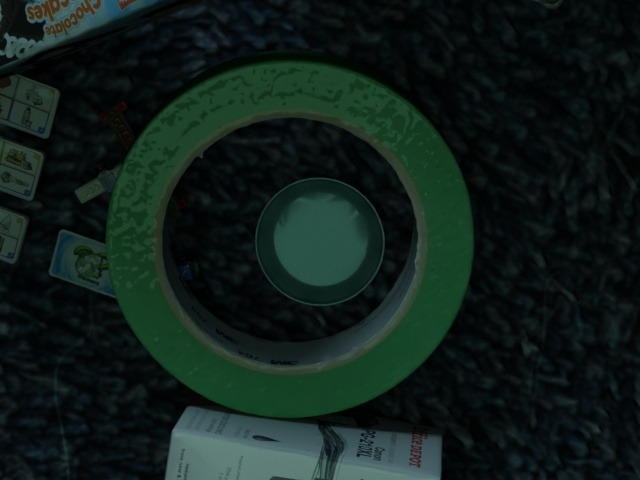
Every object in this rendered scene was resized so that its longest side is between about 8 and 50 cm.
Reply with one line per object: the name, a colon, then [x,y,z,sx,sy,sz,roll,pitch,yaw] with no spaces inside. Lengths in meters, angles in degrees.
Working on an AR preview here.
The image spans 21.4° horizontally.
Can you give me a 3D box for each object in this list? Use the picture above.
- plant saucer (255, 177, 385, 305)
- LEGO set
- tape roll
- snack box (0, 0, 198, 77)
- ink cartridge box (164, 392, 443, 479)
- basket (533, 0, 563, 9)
plant saucer: [0.000,0.000,1.556,0.119,0.021,0.119,1,99,4]
LEGO set: [-0.212,-0.049,1.566,0.244,0.060,0.182,19,112,3]
tape roll: [-0.026,-0.006,1.497,0.321,0.077,0.321,0,104,0]
snack box: [-0.182,-0.195,1.384,0.322,0.187,0.060,-15,99,40]
ink cartridge box: [-0.011,0.213,1.515,0.237,0.172,0.100,10,100,3]
basket: [0.119,-0.395,1.361,0.328,0.266,0.331,25,99,1]
